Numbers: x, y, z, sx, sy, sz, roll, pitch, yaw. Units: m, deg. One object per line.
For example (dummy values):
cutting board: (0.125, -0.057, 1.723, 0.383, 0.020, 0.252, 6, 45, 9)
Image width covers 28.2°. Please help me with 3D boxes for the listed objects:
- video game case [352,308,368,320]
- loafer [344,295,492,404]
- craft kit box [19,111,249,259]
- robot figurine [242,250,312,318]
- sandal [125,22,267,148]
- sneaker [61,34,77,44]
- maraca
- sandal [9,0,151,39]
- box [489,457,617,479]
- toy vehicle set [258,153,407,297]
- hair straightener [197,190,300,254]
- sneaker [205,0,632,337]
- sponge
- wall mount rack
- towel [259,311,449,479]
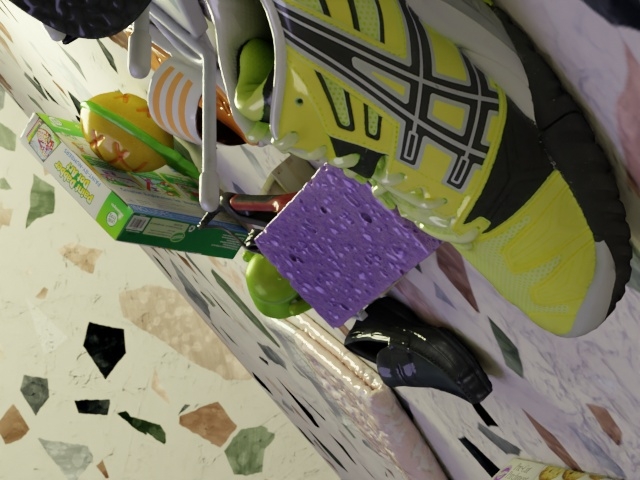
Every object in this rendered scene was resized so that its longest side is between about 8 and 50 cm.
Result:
video game case: (-0.002, 0.035, 1.381, 0.122, 0.011, 0.087, 50, 168, -12)
loafer: (0.098, 0.125, 1.320, 0.076, 0.078, 0.223, 54, 168, -28)
craft kit box: (-0.259, -0.074, 1.785, 0.246, 0.061, 0.250, 45, -161, 31)
robot figurine: (-0.051, 0.050, 1.471, 0.101, 0.067, 0.115, 50, 170, 22)
sandal: (-0.149, -0.149, 1.341, 0.265, 0.076, 0.102, 37, 165, 44)
sneaker: (-0.262, -0.267, 1.319, 0.084, 0.097, 0.234, 45, 168, 14)
maraca: (-0.241, -0.134, 1.702, 0.186, 0.099, 0.127, 30, 176, 7)
sandal: (-0.236, -0.353, 0.883, 0.446, 0.167, 0.107, 59, -168, -15)
box: (0.246, 0.277, 1.305, 0.063, 0.067, 0.324, 50, 170, -2)
toy vehicle set: (0.000, 0.000, 1.382, 0.166, 0.035, 0.267, 48, 169, 0)
hair straightener: (-0.036, -0.004, 1.250, 0.230, 0.047, 0.089, 0, 120, 42)
sneaker: (0.031, -0.080, 0.710, 0.384, 0.147, 0.145, 51, 167, -19)
sponge: (0.022, -0.001, 1.128, 0.117, 0.031, 0.210, 47, 149, 1)
wall mount rack: (-0.168, -0.202, 1.099, 0.304, 0.130, 0.350, 42, 168, 28)
towel: (0.063, 0.257, 1.978, 0.317, 0.053, 0.332, 36, 164, 47)
